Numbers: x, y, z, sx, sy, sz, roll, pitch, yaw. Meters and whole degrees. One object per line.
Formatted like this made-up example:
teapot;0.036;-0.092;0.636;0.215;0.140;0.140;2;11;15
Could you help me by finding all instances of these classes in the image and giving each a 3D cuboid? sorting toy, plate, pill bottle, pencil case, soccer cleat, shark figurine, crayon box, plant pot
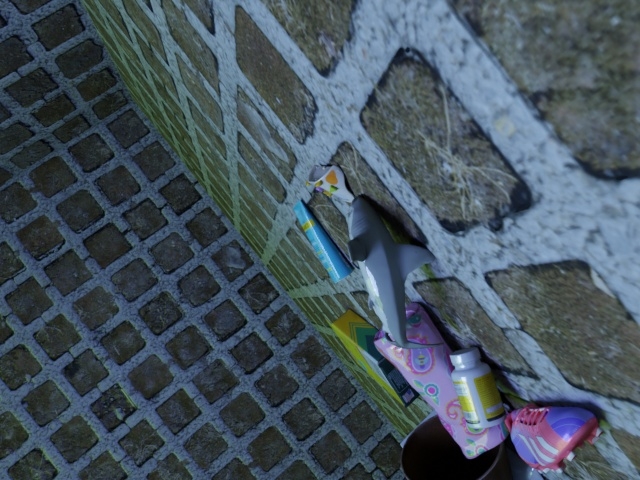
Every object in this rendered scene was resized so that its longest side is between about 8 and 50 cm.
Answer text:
sorting toy;0.022;-0.090;0.782;0.075;0.044;0.083;36;175;-23
plate;0.446;0.560;1.085;0.278;0.045;0.277;55;167;-15
pill bottle;0.251;0.236;0.753;0.065;0.065;0.116;125;129;-77
pencil case;0.223;0.249;0.841;0.284;0.124;0.124;49;167;5
soccer cleat;0.313;0.267;0.656;0.095;0.083;0.248;49;171;31
shark figurine;0.120;0.063;0.693;0.166;0.116;0.278;-54;-56;-77
crayon box;0.153;0.334;1.399;0.202;0.081;0.318;58;165;-27
plant pot;0.313;0.518;0.969;0.230;0.215;0.215;62;165;-12

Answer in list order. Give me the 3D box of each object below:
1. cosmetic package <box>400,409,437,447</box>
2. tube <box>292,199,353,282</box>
cosmetic package;0.352;0.620;1.334;0.184;0.151;0.151;42;165;37
tube;0.000;0.000;1.092;0.207;0.052;0.080;57;157;1
